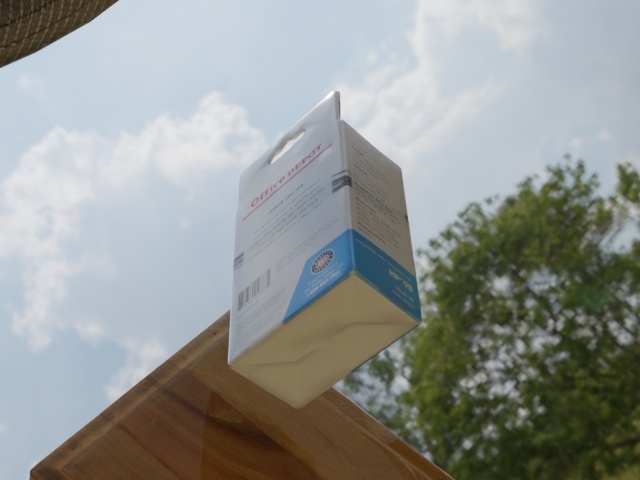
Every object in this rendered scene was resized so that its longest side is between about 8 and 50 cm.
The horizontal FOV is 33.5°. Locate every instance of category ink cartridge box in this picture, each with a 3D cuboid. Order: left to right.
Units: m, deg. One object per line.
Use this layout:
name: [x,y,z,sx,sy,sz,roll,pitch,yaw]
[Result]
ink cartridge box: [0.000,0.000,0.660,0.060,0.180,0.104,35,-58,-28]

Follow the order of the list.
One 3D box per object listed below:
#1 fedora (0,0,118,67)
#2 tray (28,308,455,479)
fedora: [-0.174,-0.154,0.333,0.275,0.244,0.124,-30,11,-27]
tray: [0.021,0.233,0.716,0.203,0.411,0.076,-39,-26,-38]
